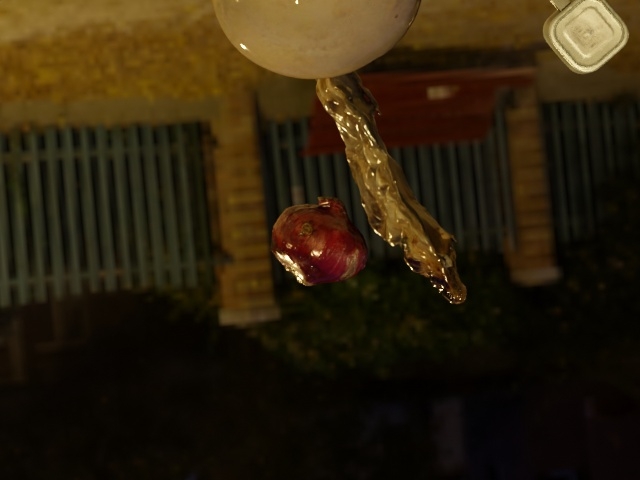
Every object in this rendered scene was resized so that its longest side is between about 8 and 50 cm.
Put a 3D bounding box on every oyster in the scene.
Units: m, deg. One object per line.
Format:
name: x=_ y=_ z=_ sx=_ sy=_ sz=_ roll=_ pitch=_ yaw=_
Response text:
oyster: x=0.071 y=-0.071 z=1.843 sx=0.078 sy=0.345 sz=0.128 roll=-29 pitch=164 yaw=5

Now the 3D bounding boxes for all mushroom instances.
mushroom: x=-0.001 y=-0.239 z=1.486 sx=0.206 sy=0.206 sz=0.209 roll=-5 pitch=153 yaw=5

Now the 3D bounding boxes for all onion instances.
onion: x=0.000 y=0.000 z=1.727 sx=0.107 sy=0.097 sz=0.107 roll=18 pitch=-166 yaw=-5

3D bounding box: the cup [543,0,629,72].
cup: x=0.338 y=-0.285 z=2.118 sx=0.095 sy=0.128 sz=0.129 roll=-40 pitch=-178 yaw=10
